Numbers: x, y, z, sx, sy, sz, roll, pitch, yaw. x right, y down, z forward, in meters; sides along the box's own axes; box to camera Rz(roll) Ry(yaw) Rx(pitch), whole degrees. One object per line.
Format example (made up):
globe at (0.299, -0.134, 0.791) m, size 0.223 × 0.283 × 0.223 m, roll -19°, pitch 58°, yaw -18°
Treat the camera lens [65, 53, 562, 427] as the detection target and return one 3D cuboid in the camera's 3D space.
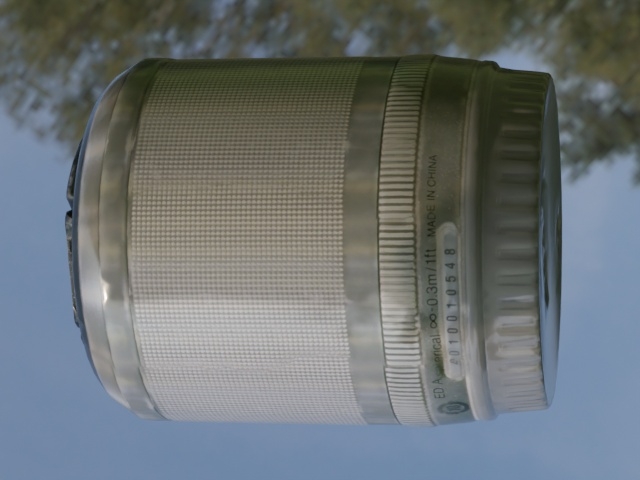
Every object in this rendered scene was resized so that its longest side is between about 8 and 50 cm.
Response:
camera lens at (0.000, 0.000, 1.160) m, size 0.274 × 0.219 × 0.219 m, roll 0°, pitch -143°, yaw 11°
